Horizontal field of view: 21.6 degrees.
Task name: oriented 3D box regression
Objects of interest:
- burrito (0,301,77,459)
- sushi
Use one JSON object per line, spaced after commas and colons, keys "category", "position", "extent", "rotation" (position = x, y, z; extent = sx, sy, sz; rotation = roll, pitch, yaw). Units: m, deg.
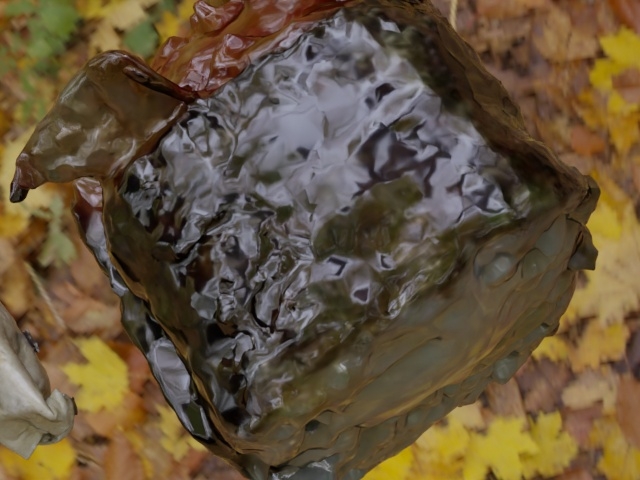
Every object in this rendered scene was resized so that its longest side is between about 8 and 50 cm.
{"category": "burrito", "position": [-0.247, 0.056, 1.150], "extent": [0.060, 0.087, 0.226], "rotation": [-27, 66, -35]}
{"category": "sushi", "position": [0.000, 0.000, 0.715], "extent": [0.196, 0.343, 0.182], "rotation": [-45, 75, -1]}
